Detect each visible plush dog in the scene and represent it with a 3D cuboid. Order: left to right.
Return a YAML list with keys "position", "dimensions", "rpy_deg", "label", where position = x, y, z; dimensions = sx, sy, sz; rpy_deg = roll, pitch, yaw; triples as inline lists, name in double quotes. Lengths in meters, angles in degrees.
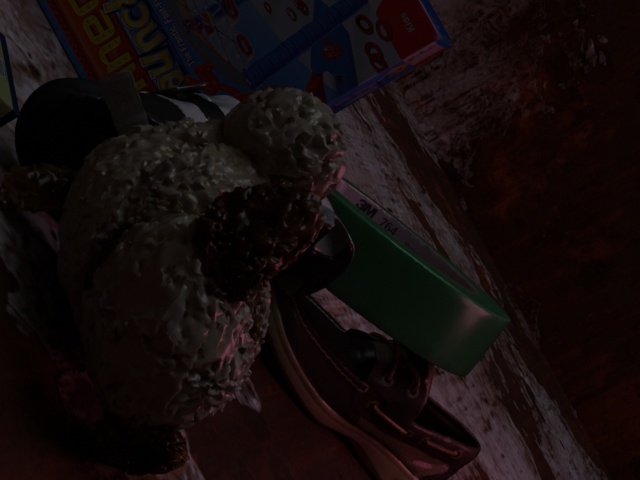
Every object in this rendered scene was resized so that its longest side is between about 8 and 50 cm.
- position: [-0.100, 0.024, 0.905]
  dimensions: [0.210, 0.262, 0.225]
  rpy_deg: [16, 22, -23]
  label: "plush dog"

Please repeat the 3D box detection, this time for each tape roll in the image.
- position: [0.047, 0.010, 1.423]
  dimensions: [0.321, 0.077, 0.321]
  rpy_deg: [38, 6, -5]
  label: "tape roll"

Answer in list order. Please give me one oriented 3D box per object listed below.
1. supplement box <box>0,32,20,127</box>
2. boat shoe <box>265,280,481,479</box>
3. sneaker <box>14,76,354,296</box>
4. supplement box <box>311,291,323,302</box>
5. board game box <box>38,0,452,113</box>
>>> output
- position: [-0.250, -0.118, 0.911]
  dimensions: [0.083, 0.056, 0.083]
  rpy_deg: [46, 19, -50]
  label: "supplement box"
- position: [0.058, 0.141, 1.403]
  dimensions: [0.342, 0.123, 0.123]
  rpy_deg: [52, 15, -34]
  label: "boat shoe"
- position: [-0.117, -0.065, 1.105]
  dimensions: [0.330, 0.122, 0.146]
  rpy_deg: [28, 33, -47]
  label: "sneaker"
- position: [-0.042, 0.027, 1.464]
  dimensions: [0.098, 0.036, 0.062]
  rpy_deg: [62, 13, 16]
  label: "supplement box"
- position: [-0.088, -0.235, 1.251]
  dimensions: [0.308, 0.302, 0.086]
  rpy_deg: [60, 13, 2]
  label: "board game box"
